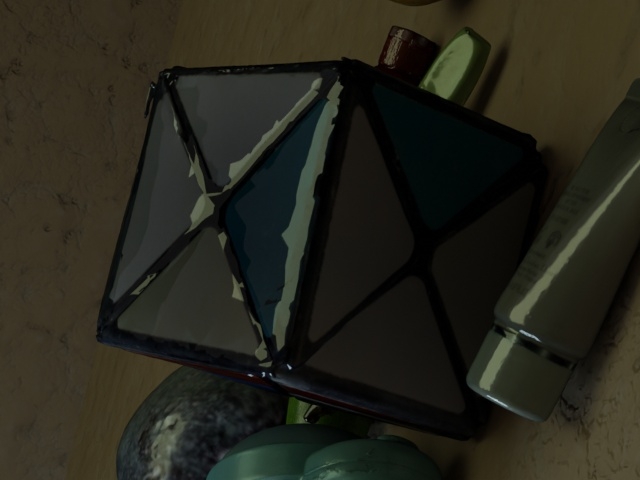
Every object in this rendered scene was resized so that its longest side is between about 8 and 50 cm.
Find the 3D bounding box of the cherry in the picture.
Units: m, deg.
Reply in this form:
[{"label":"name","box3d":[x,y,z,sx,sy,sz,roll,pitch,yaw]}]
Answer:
[{"label":"cherry","box3d":[-0.136,0.273,2.264,0.296,0.218,0.255,-56,16,10]}]

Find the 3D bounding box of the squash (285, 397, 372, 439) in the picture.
[{"label":"squash","box3d":[0.022,0.137,2.075,0.101,0.101,0.378,135,152,-59]}]

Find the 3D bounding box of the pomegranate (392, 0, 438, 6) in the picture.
[{"label":"pomegranate","box3d":[0.102,-0.381,2.158,0.207,0.207,0.207,-163,90,-74]}]

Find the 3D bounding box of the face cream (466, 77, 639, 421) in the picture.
[{"label":"face cream","box3d":[0.226,0.002,1.564,0.314,0.089,0.143,-65,15,2]}]

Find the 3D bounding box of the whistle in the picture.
[{"label":"whistle","box3d":[0.105,-0.102,2.046,0.294,0.141,0.141,-50,21,10]}]

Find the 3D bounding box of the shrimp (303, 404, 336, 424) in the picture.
[{"label":"shrimp","box3d":[0.022,0.104,2.015,0.195,0.035,0.148,-46,57,-7]}]

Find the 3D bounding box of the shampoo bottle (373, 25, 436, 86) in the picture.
[{"label":"shampoo bottle","box3d":[0.067,-0.132,2.223,0.102,0.064,0.260,26,94,62]}]

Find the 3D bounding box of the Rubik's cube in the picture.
[{"label":"Rubik's cube","box3d":[0.000,0.000,1.774,0.307,0.305,0.310,5,77,51]}]

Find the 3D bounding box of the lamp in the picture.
[{"label":"lamp","box3d":[0.003,0.263,1.839,0.284,0.209,0.147,-8,62,53]}]
